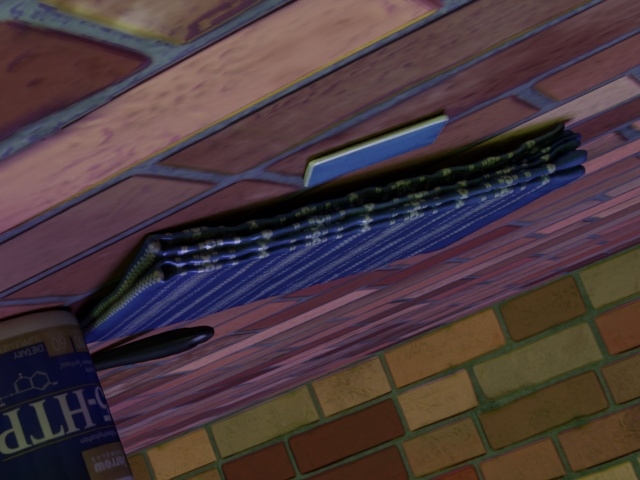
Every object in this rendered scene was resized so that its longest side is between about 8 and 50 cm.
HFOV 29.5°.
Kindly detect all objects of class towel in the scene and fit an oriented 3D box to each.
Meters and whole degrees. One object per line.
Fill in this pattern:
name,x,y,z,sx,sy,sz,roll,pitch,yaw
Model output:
towel,0.000,0.000,0.867,0.336,0.040,0.243,-15,171,-27

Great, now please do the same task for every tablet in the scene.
tablet,0.031,-0.051,0.693,0.083,0.006,0.054,-19,171,-8

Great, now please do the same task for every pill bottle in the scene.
pill bottle,-0.186,0.150,0.805,0.112,0.186,0.112,-21,171,-3

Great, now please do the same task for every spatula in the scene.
spatula,-0.221,0.128,1.091,0.296,0.030,0.084,-25,168,21
